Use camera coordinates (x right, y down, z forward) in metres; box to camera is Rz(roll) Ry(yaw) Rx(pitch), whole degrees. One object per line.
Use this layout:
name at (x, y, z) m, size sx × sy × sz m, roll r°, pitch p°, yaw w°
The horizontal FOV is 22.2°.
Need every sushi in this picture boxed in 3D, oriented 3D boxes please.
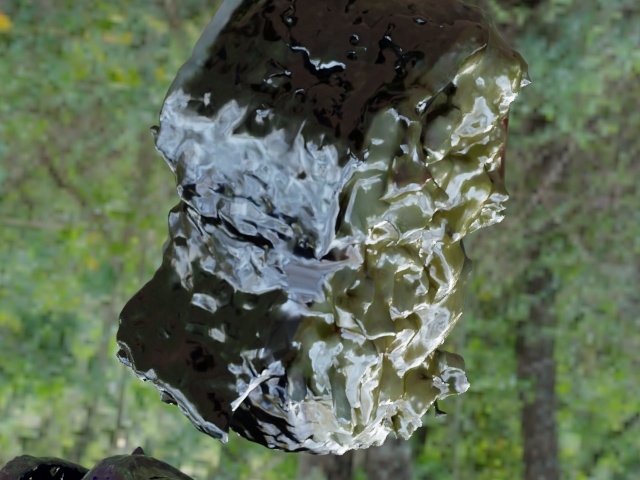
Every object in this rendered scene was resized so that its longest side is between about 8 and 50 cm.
sushi at (0.000, 0.000, 0.642) m, size 0.115 × 0.212 × 0.147 m, roll 33°, pitch -141°, yaw 27°

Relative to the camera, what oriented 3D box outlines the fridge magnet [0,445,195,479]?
fridge magnet at (-0.079, 0.217, 0.880) m, size 0.265 × 0.112 × 0.265 m, roll 47°, pitch -172°, yaw -9°
